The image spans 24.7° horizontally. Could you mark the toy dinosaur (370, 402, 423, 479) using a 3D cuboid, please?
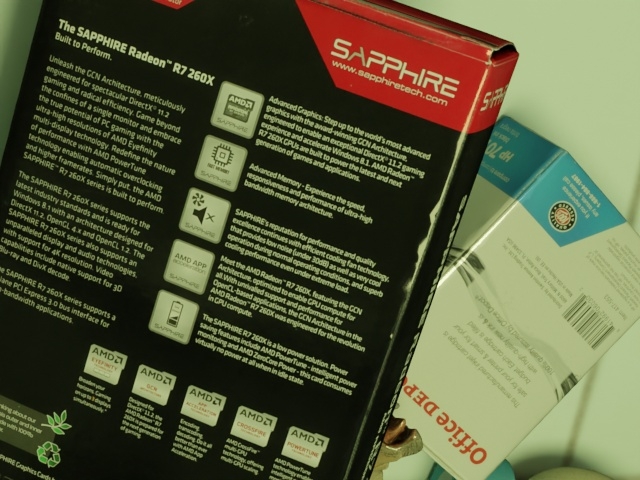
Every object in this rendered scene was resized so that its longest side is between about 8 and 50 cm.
[{"bbox_3d":[-0.047,0.198,0.911,0.296,0.127,0.200,-41,119,6],"label":"toy dinosaur"}]

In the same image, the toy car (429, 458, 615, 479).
[{"bbox_3d":[0.139,0.296,1.024,0.219,0.210,0.238,22,133,-14],"label":"toy car"}]

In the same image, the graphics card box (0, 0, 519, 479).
[{"bbox_3d":[-0.064,0.034,0.777,0.233,0.094,0.371,20,104,11],"label":"graphics card box"}]

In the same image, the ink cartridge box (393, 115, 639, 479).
[{"bbox_3d":[0.108,0.040,0.930,0.190,0.082,0.139,-45,121,1],"label":"ink cartridge box"}]
